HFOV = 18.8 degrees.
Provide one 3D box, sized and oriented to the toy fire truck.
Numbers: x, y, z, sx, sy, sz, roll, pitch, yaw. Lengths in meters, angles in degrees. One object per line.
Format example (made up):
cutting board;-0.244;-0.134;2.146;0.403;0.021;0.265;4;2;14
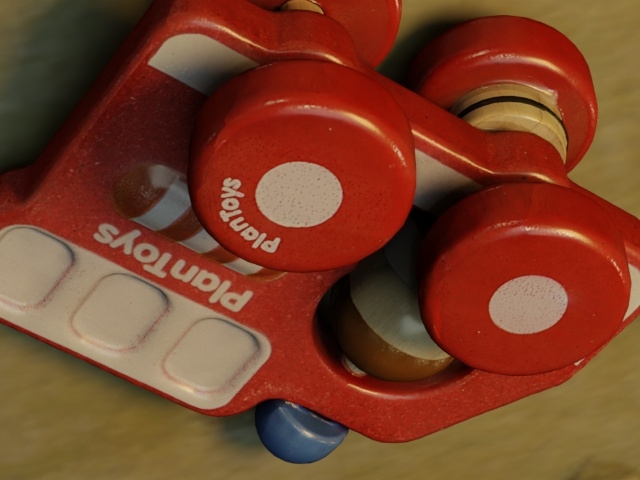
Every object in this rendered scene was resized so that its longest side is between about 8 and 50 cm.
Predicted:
toy fire truck;0.000;0.000;0.957;0.302;0.169;0.254;27;126;-24
